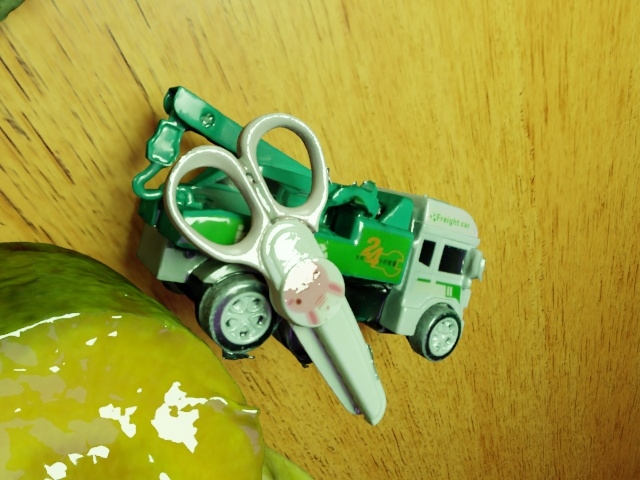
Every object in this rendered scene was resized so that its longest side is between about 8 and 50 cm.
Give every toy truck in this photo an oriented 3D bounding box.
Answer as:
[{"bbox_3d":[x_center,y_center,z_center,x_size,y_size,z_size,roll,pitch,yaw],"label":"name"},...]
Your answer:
[{"bbox_3d":[-0.001,0.008,0.463,0.363,0.176,0.178,16,94,-35],"label":"toy truck"}]

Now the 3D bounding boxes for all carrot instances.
[{"bbox_3d":[-0.192,0.143,0.341,0.241,0.340,0.242,-16,116,-37],"label":"carrot"}]

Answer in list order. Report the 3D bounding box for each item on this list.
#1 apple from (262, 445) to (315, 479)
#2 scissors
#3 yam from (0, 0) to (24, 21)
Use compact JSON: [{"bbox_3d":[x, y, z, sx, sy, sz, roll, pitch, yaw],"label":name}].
[{"bbox_3d":[-0.088,0.376,0.540,0.233,0.286,0.286,-51,130,-9],"label":"apple"},{"bbox_3d":[-0.013,0.034,0.350,0.118,0.030,0.242,-31,104,-23],"label":"scissors"},{"bbox_3d":[-0.229,-0.161,0.289,0.179,0.078,0.078,-40,129,-1],"label":"yam"}]
